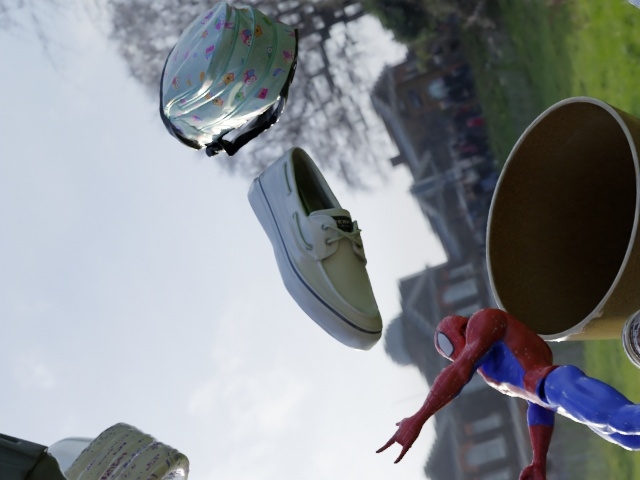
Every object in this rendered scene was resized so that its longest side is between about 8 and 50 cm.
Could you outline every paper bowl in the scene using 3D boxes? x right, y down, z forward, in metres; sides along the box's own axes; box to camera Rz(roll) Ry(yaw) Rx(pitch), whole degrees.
[{"bbox_3d":[-0.284,0.346,1.408,0.284,0.148,0.284,-61,-11,-20],"label":"paper bowl"}]

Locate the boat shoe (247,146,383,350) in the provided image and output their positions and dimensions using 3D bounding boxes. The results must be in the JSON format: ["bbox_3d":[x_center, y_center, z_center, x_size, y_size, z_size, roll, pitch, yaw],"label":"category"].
[{"bbox_3d":[0.000,0.000,1.136,0.083,0.076,0.226,5,-140,-46],"label":"boat shoe"}]

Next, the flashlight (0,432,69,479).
[{"bbox_3d":[-0.116,0.211,0.857,0.103,0.304,0.103,99,-170,-71],"label":"flashlight"}]

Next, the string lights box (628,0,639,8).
[{"bbox_3d":[0.400,-0.306,1.076,0.133,0.260,0.077,11,-155,-27],"label":"string lights box"}]

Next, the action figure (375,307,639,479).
[{"bbox_3d":[0.151,0.133,0.773,0.091,0.139,0.280,35,177,-39],"label":"action figure"}]

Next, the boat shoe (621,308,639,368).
[{"bbox_3d":[0.304,0.038,0.873,0.064,0.178,0.060,58,179,10],"label":"boat shoe"}]

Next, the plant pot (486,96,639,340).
[{"bbox_3d":[0.338,-0.002,1.203,0.254,0.237,0.237,10,-130,-24],"label":"plant pot"}]

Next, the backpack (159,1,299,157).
[{"bbox_3d":[-0.104,-0.184,1.322,0.115,0.182,0.152,13,-106,-31],"label":"backpack"}]
